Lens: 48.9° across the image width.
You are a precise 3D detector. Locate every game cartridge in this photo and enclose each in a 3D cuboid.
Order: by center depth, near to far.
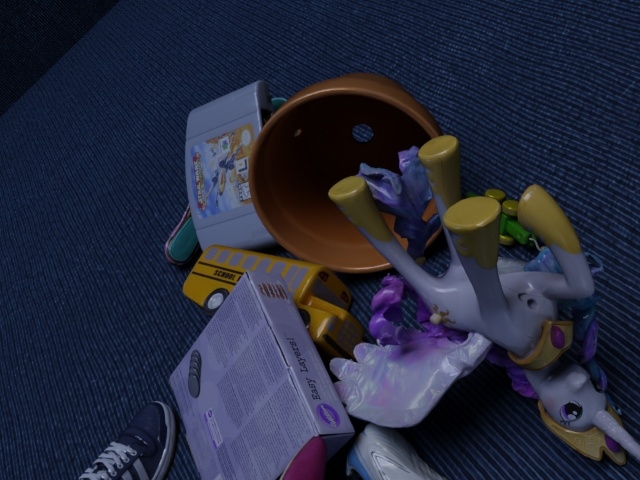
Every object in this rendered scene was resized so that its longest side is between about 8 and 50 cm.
[{"bbox_3d":[-0.159,-0.120,1.277,0.198,0.062,0.297,-14,79,30],"label":"game cartridge"}]

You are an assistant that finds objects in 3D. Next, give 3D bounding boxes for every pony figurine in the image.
[{"bbox_3d":[0.158,0.070,0.762,0.303,0.363,0.351,-42,29,-19],"label":"pony figurine"}]

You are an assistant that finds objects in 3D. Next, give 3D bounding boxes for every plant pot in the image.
[{"bbox_3d":[0.054,-0.126,1.060,0.291,0.291,0.203,-23,26,23],"label":"plant pot"}]

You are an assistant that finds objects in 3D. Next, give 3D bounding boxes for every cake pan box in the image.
[{"bbox_3d":[-0.089,0.215,0.922,0.246,0.070,0.267,-55,47,30],"label":"cake pan box"}]

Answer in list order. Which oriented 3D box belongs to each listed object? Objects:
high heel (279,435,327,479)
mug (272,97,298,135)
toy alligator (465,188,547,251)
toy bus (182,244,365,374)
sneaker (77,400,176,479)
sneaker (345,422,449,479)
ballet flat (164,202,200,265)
[{"bbox_3d":[-0.007,0.307,0.665,0.117,0.082,0.244,16,46,12],"label":"high heel"},{"bbox_3d":[-0.090,-0.199,1.361,0.129,0.097,0.158,-46,40,-2],"label":"mug"},{"bbox_3d":[0.270,-0.023,0.955,0.051,0.056,0.190,-11,33,-25],"label":"toy alligator"},{"bbox_3d":[-0.070,0.098,1.085,0.332,0.108,0.130,9,61,44],"label":"toy bus"},{"bbox_3d":[-0.325,0.351,1.041,0.099,0.153,0.282,-2,55,38],"label":"sneaker"},{"bbox_3d":[0.117,0.302,0.789,0.237,0.085,0.086,37,109,46],"label":"sneaker"},{"bbox_3d":[-0.237,-0.046,1.382,0.221,0.077,0.079,-57,22,-15],"label":"ballet flat"}]
